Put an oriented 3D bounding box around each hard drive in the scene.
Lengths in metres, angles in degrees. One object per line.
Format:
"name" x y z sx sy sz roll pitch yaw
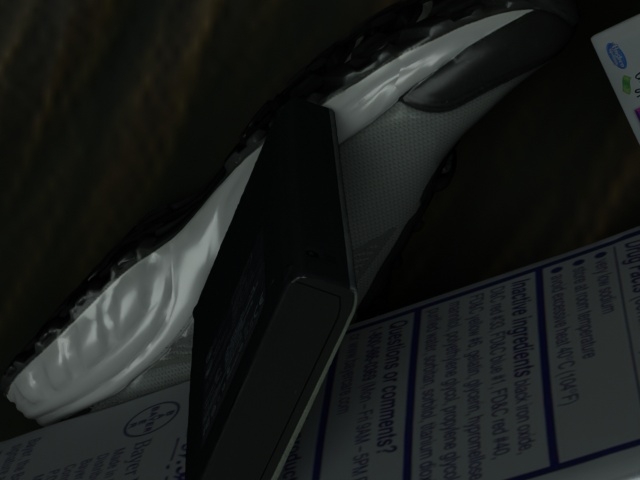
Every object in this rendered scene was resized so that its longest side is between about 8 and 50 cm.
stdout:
"hard drive" -0.018 0.021 0.527 0.022 0.135 0.094 19 114 -12

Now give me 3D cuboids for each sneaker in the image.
"sneaker" 0.000 0.000 0.642 0.108 0.100 0.271 45 110 -7

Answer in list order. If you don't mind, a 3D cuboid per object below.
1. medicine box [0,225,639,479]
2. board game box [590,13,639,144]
"medicine box" 0.036 0.176 0.587 0.289 0.149 0.263 -19 113 14
"board game box" 0.158 -0.044 0.566 0.026 0.154 0.103 -23 94 41
